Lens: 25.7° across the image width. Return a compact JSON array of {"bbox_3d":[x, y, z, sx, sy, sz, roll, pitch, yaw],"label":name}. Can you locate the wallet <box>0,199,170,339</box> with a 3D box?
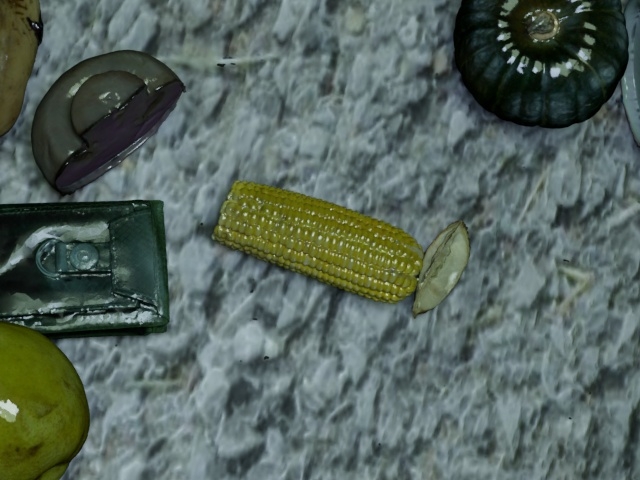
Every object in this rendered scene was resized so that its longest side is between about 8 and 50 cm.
[{"bbox_3d":[-0.292,0.032,1.585,0.236,0.055,0.160,-2,74,-10],"label":"wallet"}]

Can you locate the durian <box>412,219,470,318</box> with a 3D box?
[{"bbox_3d":[0.144,0.037,1.654,0.052,0.066,0.130,28,86,-4],"label":"durian"}]

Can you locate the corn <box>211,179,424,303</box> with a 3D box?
[{"bbox_3d":[0.000,0.000,1.619,0.244,0.093,0.093,20,78,-7],"label":"corn"}]

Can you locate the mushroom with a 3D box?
[{"bbox_3d":[-0.254,-0.143,1.581,0.117,0.141,0.188,39,72,21],"label":"mushroom"}]

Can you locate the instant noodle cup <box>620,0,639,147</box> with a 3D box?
[{"bbox_3d":[0.495,-0.208,1.681,0.231,0.243,0.243,-7,82,-3],"label":"instant noodle cup"}]

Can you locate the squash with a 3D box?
[{"bbox_3d":[0.262,-0.237,1.664,0.218,0.172,0.218,6,68,-14],"label":"squash"}]

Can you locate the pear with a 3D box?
[{"bbox_3d":[-0.341,0.182,1.483,0.200,0.200,0.200,2,80,-10],"label":"pear"}]

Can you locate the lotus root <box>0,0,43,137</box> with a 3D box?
[{"bbox_3d":[-0.387,-0.222,1.566,0.154,0.140,0.257,-2,87,-4],"label":"lotus root"}]
